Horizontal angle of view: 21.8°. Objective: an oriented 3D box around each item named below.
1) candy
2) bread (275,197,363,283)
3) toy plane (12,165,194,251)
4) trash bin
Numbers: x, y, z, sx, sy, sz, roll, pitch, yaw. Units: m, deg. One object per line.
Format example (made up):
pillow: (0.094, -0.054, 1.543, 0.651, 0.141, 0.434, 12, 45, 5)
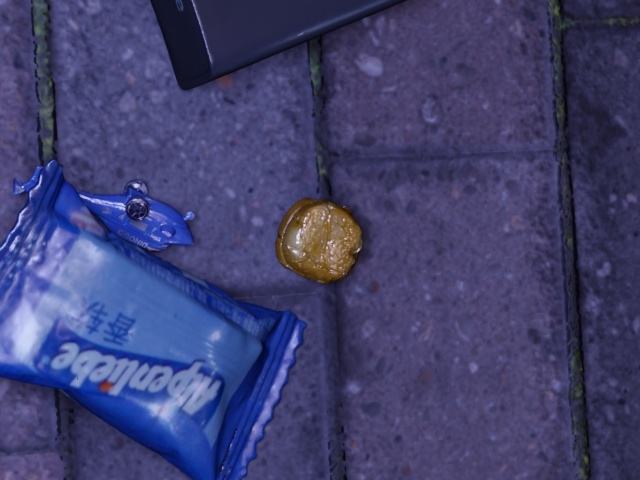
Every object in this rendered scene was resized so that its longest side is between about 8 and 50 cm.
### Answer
candy: (-0.151, 0.084, 1.427, 0.331, 0.077, 0.187, 32, 79, -34)
bread: (0.000, 0.000, 1.521, 0.083, 0.046, 0.081, -15, 98, -19)
toy plane: (-0.188, -0.026, 1.464, 0.167, 0.054, 0.062, 23, 107, -16)
trash bin: (-0.038, -0.251, 1.482, 0.225, 0.115, 0.165, -22, 96, -19)
